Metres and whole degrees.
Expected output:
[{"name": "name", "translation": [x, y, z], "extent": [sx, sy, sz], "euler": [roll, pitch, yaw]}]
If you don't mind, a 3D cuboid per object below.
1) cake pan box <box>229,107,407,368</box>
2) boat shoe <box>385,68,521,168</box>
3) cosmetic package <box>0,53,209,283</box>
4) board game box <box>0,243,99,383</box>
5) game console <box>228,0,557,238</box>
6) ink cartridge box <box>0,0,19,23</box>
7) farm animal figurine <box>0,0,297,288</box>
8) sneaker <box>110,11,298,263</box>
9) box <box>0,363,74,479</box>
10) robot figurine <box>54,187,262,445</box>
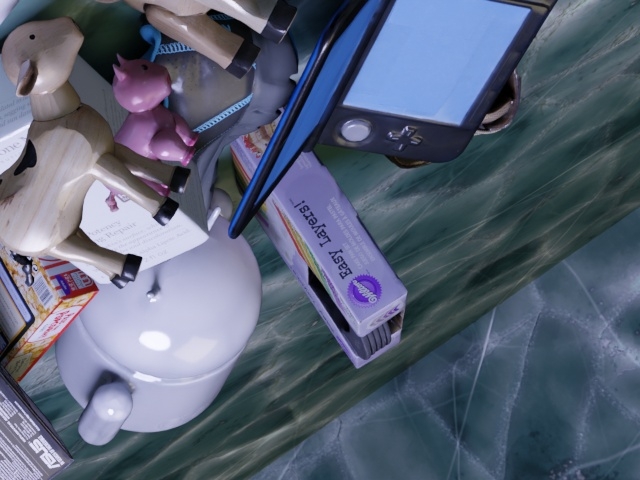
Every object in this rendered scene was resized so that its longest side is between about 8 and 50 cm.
[{"name": "cake pan box", "translation": [0.000, 0.000, 1.820], "extent": [0.070, 0.267, 0.246], "euler": [-33, 168, -6]}, {"name": "boat shoe", "translation": [0.129, -0.163, 1.740], "extent": [0.132, 0.130, 0.355], "euler": [-17, 154, -17]}, {"name": "cosmetic package", "translation": [-0.197, -0.060, 1.395], "extent": [0.117, 0.086, 0.231], "euler": [-24, 147, 17]}, {"name": "board game box", "translation": [-0.296, 0.039, 1.583], "extent": [0.045, 0.147, 0.193], "euler": [-17, 160, -44]}, {"name": "game console", "translation": [0.069, -0.128, 1.531], "extent": [0.250, 0.173, 0.293], "euler": [9, 141, -18]}, {"name": "ink cartridge box", "translation": [-0.219, -0.211, 1.028], "extent": [0.203, 0.086, 0.148], "euler": [-41, 163, 35]}, {"name": "farm animal figurine", "translation": [-0.119, -0.163, 1.152], "extent": [0.327, 0.172, 0.330], "euler": [-45, -161, 56]}, {"name": "sneaker", "translation": [-0.153, -0.095, 1.547], "extent": [0.139, 0.125, 0.341], "euler": [-1, 145, -32]}, {"name": "box", "translation": [-0.396, 0.155, 1.482], "extent": [0.242, 0.076, 0.307], "euler": [-38, 125, -7]}, {"name": "robot figurine", "translation": [-0.177, 0.081, 1.858], "extent": [0.353, 0.199, 0.300], "euler": [121, -7, -62]}]
